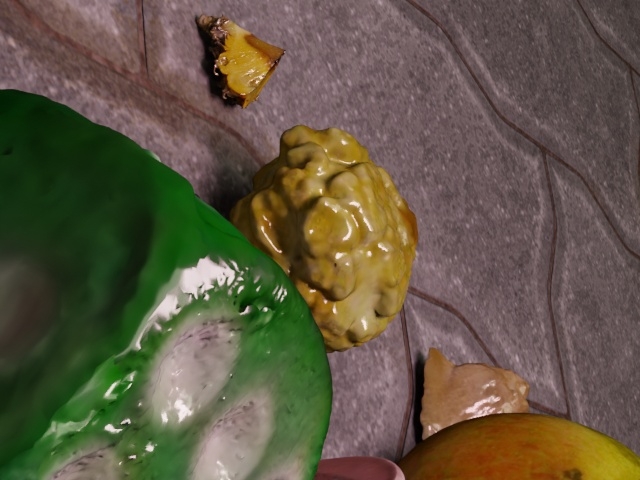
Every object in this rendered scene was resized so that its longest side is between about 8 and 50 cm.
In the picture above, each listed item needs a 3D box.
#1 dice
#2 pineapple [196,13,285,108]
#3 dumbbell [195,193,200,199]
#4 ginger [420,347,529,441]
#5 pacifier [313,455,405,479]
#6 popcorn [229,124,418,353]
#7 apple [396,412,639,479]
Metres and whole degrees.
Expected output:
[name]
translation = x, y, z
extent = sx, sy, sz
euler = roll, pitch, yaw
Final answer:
[dice]
translation = -0.189, 0.103, 0.887
extent = 0.287, 0.300, 0.297
euler = -50, 148, -27
[pineapple]
translation = -0.089, -0.209, 1.605
extent = 0.114, 0.077, 0.114
euler = 49, 28, -11
[dumbbell]
translation = -0.143, 0.064, 1.261
extent = 0.143, 0.143, 0.325
euler = -24, 94, -62
[ginger]
translation = 0.192, 0.235, 1.784
extent = 0.115, 0.123, 0.193
euler = 65, 27, -56
[pacifier]
translation = -0.086, 0.248, 1.086
extent = 0.332, 0.220, 0.273
euler = -20, 59, -23
[popcorn]
translation = 0.005, 0.000, 1.521
extent = 0.217, 0.181, 0.235
euler = -1, 79, -62
[apple]
translation = 0.221, 0.348, 1.561
extent = 0.339, 0.340, 0.339
euler = 38, 42, -45
